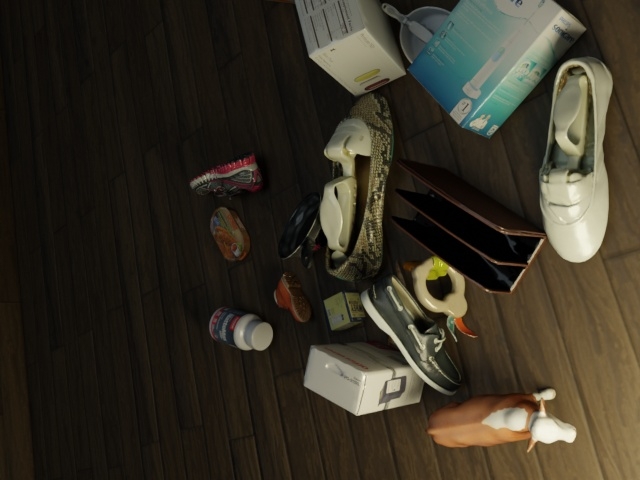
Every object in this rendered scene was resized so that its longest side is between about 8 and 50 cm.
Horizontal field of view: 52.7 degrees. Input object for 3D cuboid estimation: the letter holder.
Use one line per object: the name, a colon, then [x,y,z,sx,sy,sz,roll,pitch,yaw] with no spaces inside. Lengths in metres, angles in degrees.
letter holder: [0.279,-0.033,1.361,0.302,0.214,0.152,41,113,36]

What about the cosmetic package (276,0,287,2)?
cosmetic package: [-0.063,-0.738,1.727,0.453,0.230,0.162,25,103,42]

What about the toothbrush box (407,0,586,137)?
toothbrush box: [0.366,-0.406,1.375,0.295,0.126,0.216,-52,54,27]

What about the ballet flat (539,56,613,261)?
ballet flat: [0.480,-0.160,1.248,0.139,0.139,0.400,5,90,42]

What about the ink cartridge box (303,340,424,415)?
ink cartridge box: [0.104,0.307,1.476,0.172,0.237,0.100,18,99,42]

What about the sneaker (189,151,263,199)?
sneaker: [-0.293,-0.176,1.969,0.299,0.121,0.112,-10,110,49]

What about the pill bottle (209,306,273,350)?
pill bottle: [-0.228,0.259,1.871,0.180,0.108,0.108,8,92,42]

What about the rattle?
rattle: [0.261,0.137,1.465,0.142,0.130,0.200,-25,96,49]

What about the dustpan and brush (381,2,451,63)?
dustpan and brush: [0.226,-0.513,1.555,0.211,0.060,0.147,49,118,33]

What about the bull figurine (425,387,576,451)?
bull figurine: [0.360,0.351,1.272,0.310,0.188,0.101,-16,77,41]

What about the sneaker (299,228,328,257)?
sneaker: [0.000,0.000,1.715,0.170,0.063,0.075,-45,52,24]

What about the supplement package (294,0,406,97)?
supplement package: [0.072,-0.500,1.543,0.145,0.262,0.204,-22,72,24]

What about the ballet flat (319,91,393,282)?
ballet flat: [0.079,-0.140,1.576,0.164,0.182,0.483,2,88,44]

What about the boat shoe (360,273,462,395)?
boat shoe: [0.217,0.206,1.413,0.302,0.114,0.091,46,115,-5]

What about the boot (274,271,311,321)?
boot: [-0.080,0.174,1.782,0.085,0.059,0.158,-52,47,30]

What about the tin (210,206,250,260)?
tin: [-0.277,-0.020,1.989,0.106,0.040,0.190,-51,56,32]

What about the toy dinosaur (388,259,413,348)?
toy dinosaur: [0.192,0.157,1.527,0.112,0.064,0.212,10,93,44]

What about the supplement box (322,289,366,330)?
supplement box: [0.060,0.180,1.650,0.083,0.056,0.083,-30,67,37]

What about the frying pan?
frying pan: [-0.024,-0.029,1.603,0.197,0.053,0.326,-63,21,-5]
